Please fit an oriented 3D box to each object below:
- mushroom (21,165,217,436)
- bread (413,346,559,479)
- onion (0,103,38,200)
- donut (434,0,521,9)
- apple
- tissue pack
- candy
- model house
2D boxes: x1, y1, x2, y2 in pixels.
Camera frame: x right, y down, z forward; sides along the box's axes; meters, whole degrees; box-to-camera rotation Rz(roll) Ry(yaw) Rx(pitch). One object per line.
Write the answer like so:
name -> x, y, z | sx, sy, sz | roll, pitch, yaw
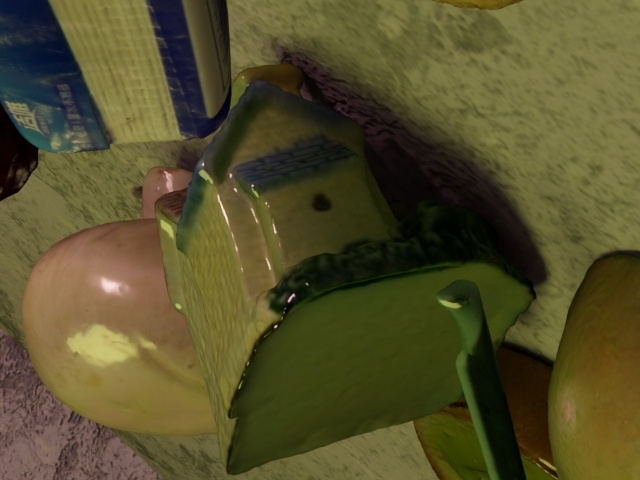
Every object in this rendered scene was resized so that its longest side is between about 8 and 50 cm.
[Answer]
mushroom -> -0.111, 0.046, 1.455 | 0.246, 0.202, 0.246 | -3, 167, -1
bread -> 0.165, 0.165, 1.300 | 0.236, 0.070, 0.236 | 37, 163, 13
onion -> -0.339, -0.126, 1.528 | 0.252, 0.219, 0.252 | 28, -154, -15
donut -> 0.043, -0.152, 0.720 | 0.217, 0.085, 0.141 | 26, 158, 41
apple -> 0.188, 0.124, 1.059 | 0.193, 0.120, 0.265 | 46, 166, 34
tissue pack -> -0.124, -0.179, 0.830 | 0.269, 0.137, 0.209 | 82, 176, -68
candy -> 0.123, 0.166, 1.148 | 0.119, 0.119, 0.440 | 31, 153, 35
model house -> 0.000, 0.000, 1.149 | 0.189, 0.195, 0.214 | 62, 159, 27
